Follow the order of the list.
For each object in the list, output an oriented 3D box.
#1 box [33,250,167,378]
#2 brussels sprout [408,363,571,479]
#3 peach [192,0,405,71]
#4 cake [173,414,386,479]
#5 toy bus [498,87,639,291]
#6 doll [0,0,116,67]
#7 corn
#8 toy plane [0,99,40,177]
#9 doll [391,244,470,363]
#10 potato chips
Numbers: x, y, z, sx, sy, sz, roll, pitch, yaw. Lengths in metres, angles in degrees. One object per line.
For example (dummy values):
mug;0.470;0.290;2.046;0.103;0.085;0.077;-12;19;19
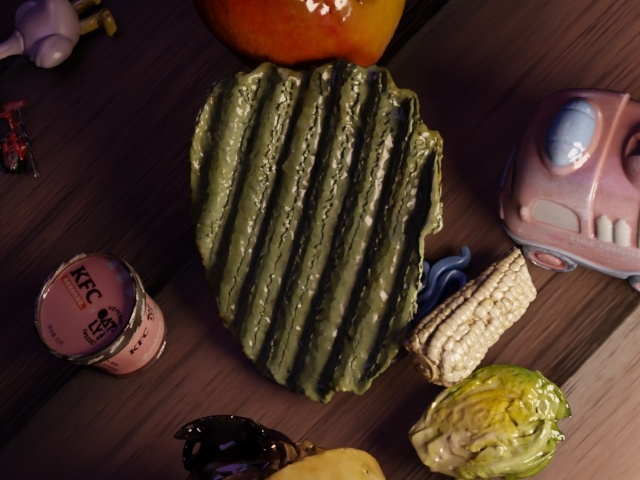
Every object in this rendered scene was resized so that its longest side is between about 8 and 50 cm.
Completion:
box;-0.286;0.108;1.447;0.151;0.135;0.151;-7;63;14
brussels sprout;0.200;0.218;1.264;0.181;0.100;0.139;-25;56;14
peach;-0.034;-0.373;1.428;0.289;0.373;0.373;-9;66;2
cake;-0.070;0.331;1.186;0.332;0.332;0.321;-44;57;-3
toy bus;0.349;-0.072;1.253;0.294;0.232;0.197;18;76;23
doll;-0.501;-0.288;1.697;0.365;0.094;0.160;-34;54;1
corn;0.192;0.092;1.295;0.211;0.087;0.087;-37;60;-23
toy plane;-0.475;-0.154;1.671;0.060;0.037;0.145;-18;66;6
doll;0.122;0.086;1.359;0.206;0.067;0.110;-44;50;-6
potato chips;-0.021;-0.019;1.355;0.358;0.070;0.429;18;102;27
